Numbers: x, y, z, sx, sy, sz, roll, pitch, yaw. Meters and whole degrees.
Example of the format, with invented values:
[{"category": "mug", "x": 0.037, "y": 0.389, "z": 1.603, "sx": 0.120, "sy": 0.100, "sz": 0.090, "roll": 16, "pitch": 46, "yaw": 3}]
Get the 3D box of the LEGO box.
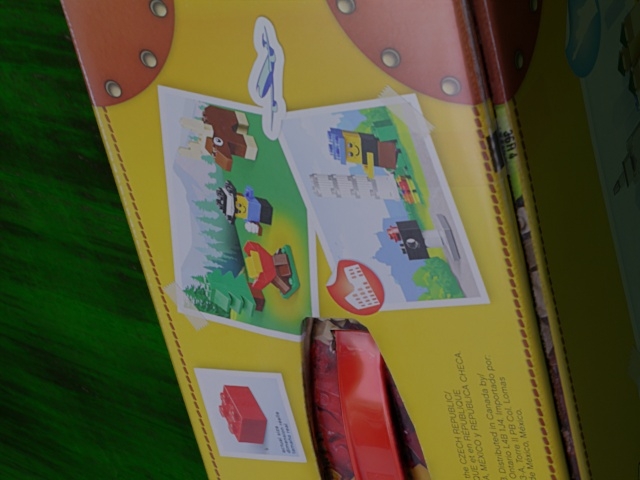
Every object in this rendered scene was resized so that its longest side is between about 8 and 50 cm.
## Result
[{"category": "LEGO box", "x": 0.105, "y": 0.019, "z": 0.972, "sx": 0.193, "sy": 0.372, "sz": 0.500, "roll": 2, "pitch": 121, "yaw": 29}]
